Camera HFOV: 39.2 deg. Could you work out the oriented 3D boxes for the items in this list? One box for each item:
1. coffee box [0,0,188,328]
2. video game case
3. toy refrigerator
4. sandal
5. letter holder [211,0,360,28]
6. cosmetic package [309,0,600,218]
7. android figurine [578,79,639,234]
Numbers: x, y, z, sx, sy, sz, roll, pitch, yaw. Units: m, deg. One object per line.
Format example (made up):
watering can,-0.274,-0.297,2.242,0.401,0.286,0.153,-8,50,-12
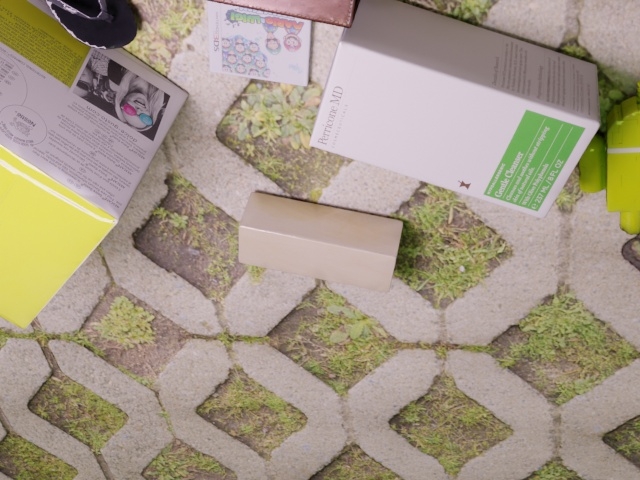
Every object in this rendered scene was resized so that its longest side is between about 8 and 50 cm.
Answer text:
coffee box,-0.472,-0.134,1.388,0.338,0.334,0.337,35,130,-17
video game case,-0.092,-0.306,1.353,0.157,0.019,0.143,9,133,5
toy refrigerator,0.000,0.000,1.559,0.270,0.094,0.102,11,140,5
sandal,-0.371,-0.376,1.307,0.097,0.054,0.254,-43,116,0
letter holder,-0.082,-0.427,1.154,0.302,0.152,0.214,12,131,4
cosmetic package,0.188,-0.194,1.292,0.366,0.155,0.197,16,136,-1
android figurine,0.512,-0.124,1.340,0.248,0.056,0.273,-3,131,17
